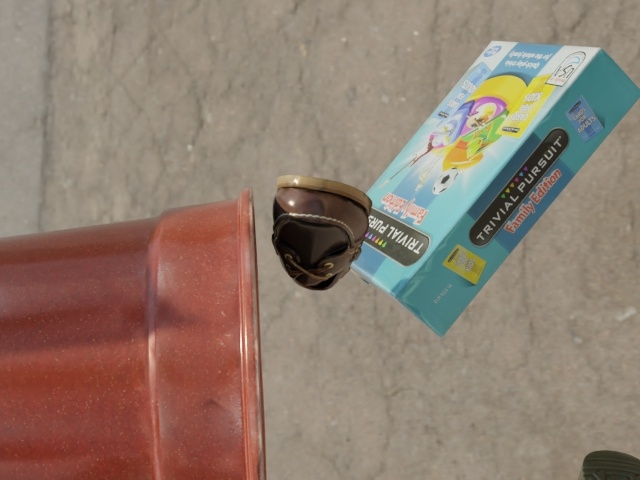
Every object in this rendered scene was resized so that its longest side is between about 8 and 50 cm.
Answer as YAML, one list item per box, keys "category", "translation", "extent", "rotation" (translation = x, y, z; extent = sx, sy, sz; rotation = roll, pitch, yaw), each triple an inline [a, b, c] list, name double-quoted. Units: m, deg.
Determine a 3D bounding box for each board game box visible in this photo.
- category: "board game box"
  translation: [0.170, -0.074, 1.207]
  extent: [0.336, 0.079, 0.254]
  rotation: [-50, 21, -2]

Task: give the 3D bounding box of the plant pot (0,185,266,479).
- category: "plant pot"
  translation: [-0.175, 0.100, 0.774]
  extent: [0.272, 0.264, 0.273]
  rotation: [178, 90, -87]

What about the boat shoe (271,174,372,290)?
- category: "boat shoe"
  translation: [0.000, 0.000, 0.811]
  extent: [0.207, 0.073, 0.073]
  rotation: [60, -137, -79]

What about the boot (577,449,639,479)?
- category: "boot"
  translation: [0.232, 0.343, 0.861]
  extent: [0.089, 0.236, 0.270]
  rotation: [9, 117, 8]
